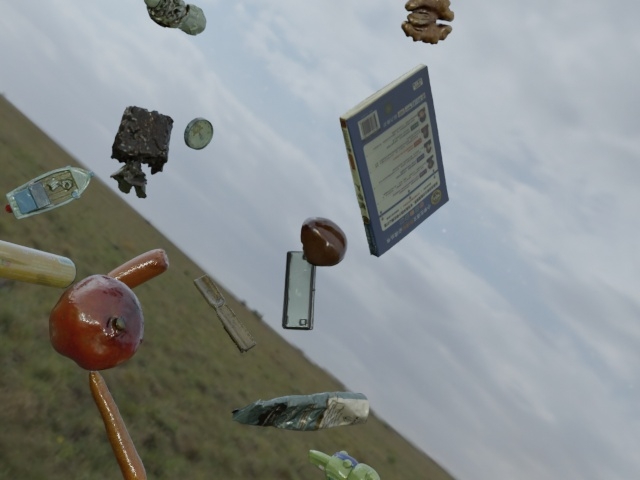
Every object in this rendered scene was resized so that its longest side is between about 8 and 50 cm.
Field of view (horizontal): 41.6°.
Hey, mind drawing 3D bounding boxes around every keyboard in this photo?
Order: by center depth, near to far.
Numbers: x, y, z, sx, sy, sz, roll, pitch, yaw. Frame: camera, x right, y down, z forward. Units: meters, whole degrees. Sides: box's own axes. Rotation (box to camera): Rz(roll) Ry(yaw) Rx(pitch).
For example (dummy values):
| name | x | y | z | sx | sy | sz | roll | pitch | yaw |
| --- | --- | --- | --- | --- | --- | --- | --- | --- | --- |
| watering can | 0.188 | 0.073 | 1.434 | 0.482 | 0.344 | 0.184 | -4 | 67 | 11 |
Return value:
| name | x | y | z | sx | sy | sz | roll | pitch | yaw |
| --- | --- | --- | --- | --- | --- | --- | --- | --- | --- |
| keyboard | -0.057 | 0.141 | 2.390 | 0.094 | 0.230 | 0.025 | 2 | -16 | 5 |

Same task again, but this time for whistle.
| name | x | y | z | sx | sy | sz | roll | pitch | yaw |
| --- | --- | --- | --- | --- | --- | --- | --- | --- | --- |
| whistle | 0.062 | 0.573 | 2.071 | 0.228 | 0.085 | 0.105 | 19 | -53 | 37 |

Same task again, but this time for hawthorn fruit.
| name | x | y | z | sx | sy | sz | roll | pitch | yaw |
| --- | --- | --- | --- | --- | --- | --- | --- | --- | --- |
| hawthorn fruit | -0.382 | 0.140 | 1.451 | 0.169 | 0.169 | 0.188 | 43 | -24 | -13 |

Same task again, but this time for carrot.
| name | x | y | z | sx | sy | sz | roll | pitch | yaw |
| --- | --- | --- | --- | --- | --- | --- | --- | --- | --- |
| carrot | -0.385 | 0.358 | 1.586 | 0.043 | 0.043 | 0.247 | -171 | -120 | -77 |

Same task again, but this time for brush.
| name | x | y | z | sx | sy | sz | roll | pitch | yaw |
| --- | --- | --- | --- | --- | --- | --- | --- | --- | --- |
| brush | -0.234 | 0.178 | 2.034 | 0.248 | 0.043 | 0.036 | 48 | -35 | 32 |

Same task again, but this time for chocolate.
| name | x | y | z | sx | sy | sz | roll | pitch | yaw |
| --- | --- | --- | --- | --- | --- | --- | --- | --- | --- |
| chocolate | 0.000 | 0.000 | 2.218 | 0.133 | 0.127 | 0.124 | 38 | 39 | -46 |

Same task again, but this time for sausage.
| name | x | y | z | sx | sy | sz | roll | pitch | yaw |
| --- | --- | --- | --- | --- | --- | --- | --- | --- | --- |
| sausage | -0.502 | 0.088 | 2.271 | 0.076 | 0.198 | 0.076 | 61 | -3 | 5 |

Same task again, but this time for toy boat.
| name | x | y | z | sx | sy | sz | roll | pitch | yaw |
| --- | --- | --- | --- | --- | --- | --- | --- | --- | --- |
| toy boat | -0.516 | -0.095 | 1.612 | 0.059 | 0.173 | 0.069 | -3 | -69 | 60 |

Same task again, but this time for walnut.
| name | x | y | z | sx | sy | sz | roll | pitch | yaw |
| --- | --- | --- | --- | --- | --- | --- | --- | --- | --- |
| walnut | 0.303 | -0.638 | 2.416 | 0.170 | 0.142 | 0.069 | 2 | 17 | -30 |

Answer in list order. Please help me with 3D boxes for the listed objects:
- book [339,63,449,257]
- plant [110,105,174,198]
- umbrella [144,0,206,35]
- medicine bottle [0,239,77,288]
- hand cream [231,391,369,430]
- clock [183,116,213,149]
| name | x | y | z | sx | sy | sz | roll | pitch | yaw |
| --- | --- | --- | --- | --- | --- | --- | --- | --- | --- |
| book | 0.201 | -0.199 | 2.164 | 0.039 | 0.300 | 0.427 | 26 | -38 | 42 |
| plant | -0.419 | -0.205 | 1.959 | 0.131 | 0.203 | 0.142 | 19 | -5 | -16 |
| umbrella | -0.232 | -0.366 | 1.342 | 0.143 | 0.062 | 0.067 | 12 | 67 | -63 |
| medicine bottle | -0.771 | 0.062 | 2.175 | 0.108 | 0.108 | 0.426 | 40 | 1 | 15 |
| hand cream | -0.020 | 0.265 | 1.335 | 0.248 | 0.075 | 0.052 | 9 | 35 | -36 |
| clock | -0.304 | -0.267 | 2.111 | 0.017 | 0.085 | 0.085 | 29 | -13 | 37 |
